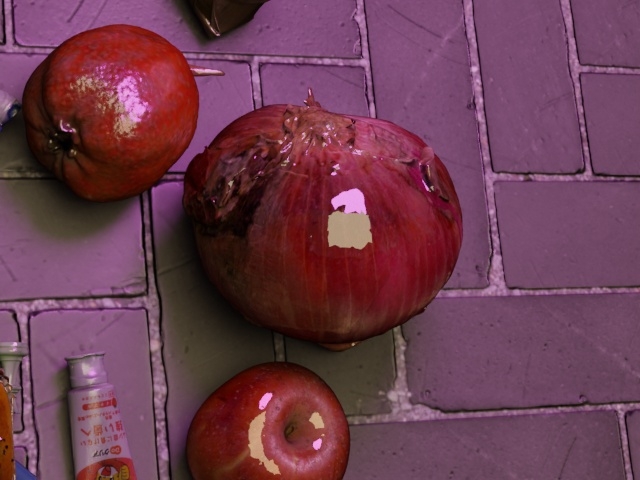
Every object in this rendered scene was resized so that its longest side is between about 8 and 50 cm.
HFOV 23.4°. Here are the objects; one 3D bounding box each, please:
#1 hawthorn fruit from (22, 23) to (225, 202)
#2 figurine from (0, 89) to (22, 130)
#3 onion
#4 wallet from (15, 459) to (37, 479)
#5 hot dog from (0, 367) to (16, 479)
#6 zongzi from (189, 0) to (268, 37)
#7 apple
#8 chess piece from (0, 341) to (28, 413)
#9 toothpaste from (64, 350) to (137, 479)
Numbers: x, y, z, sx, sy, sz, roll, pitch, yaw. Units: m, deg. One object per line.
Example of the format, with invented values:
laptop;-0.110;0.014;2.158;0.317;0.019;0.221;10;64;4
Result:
hawthorn fruit;-0.236;-0.169;1.918;0.262;0.210;0.210;-31;89;-39
figurine;-0.487;-0.235;1.876;0.274;0.133;0.194;23;72;-25
onion;0.006;-0.033;1.915;0.353;0.353;0.354;5;75;-20
wallet;-0.394;0.315;1.800;0.202;0.059;0.141;36;65;-9
hot dog;-0.419;0.261;1.723;0.162;0.082;0.271;3;82;-19
zongzi;-0.126;-0.415;2.009;0.112;0.221;0.242;-25;85;-40
apple;-0.067;0.251;1.896;0.201;0.162;0.201;12;68;-30
chess piece;-0.375;0.169;1.858;0.042;0.042;0.093;5;81;-20
toothpaste;-0.267;0.253;1.875;0.089;0.057;0.234;-9;88;-24
